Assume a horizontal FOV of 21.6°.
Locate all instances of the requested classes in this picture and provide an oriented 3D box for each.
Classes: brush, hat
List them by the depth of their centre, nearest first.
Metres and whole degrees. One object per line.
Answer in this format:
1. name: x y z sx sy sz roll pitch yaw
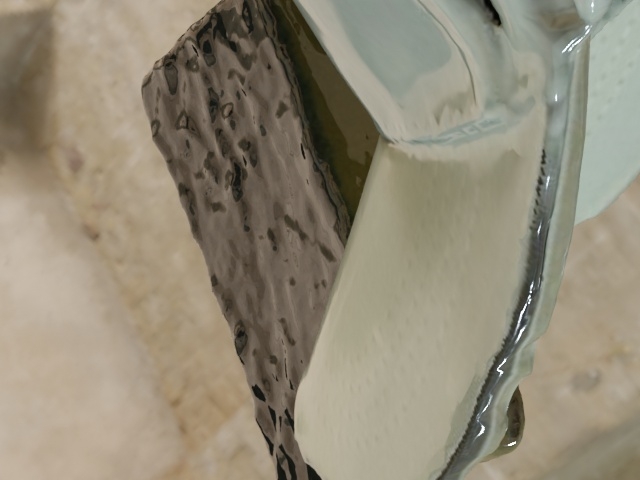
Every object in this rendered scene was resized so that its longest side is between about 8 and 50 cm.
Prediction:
1. hat: 0.031 -0.085 0.443 0.168 0.301 0.258 28 -145 14
2. brush: 0.000 0.000 0.634 0.059 0.123 0.197 -15 -99 -30
